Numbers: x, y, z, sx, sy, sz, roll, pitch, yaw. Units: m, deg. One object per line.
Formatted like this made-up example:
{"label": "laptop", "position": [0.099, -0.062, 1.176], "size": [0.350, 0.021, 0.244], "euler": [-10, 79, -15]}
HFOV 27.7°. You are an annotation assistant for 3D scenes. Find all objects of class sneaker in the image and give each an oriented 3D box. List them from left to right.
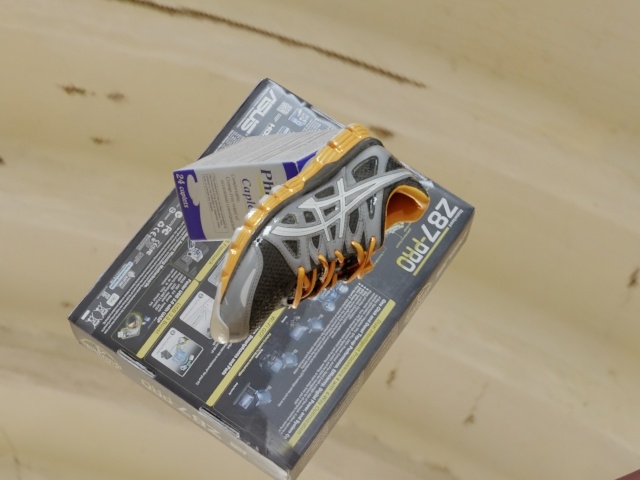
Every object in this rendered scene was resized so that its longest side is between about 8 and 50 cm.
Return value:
{"label": "sneaker", "position": [0.000, 0.000, 0.914], "size": [0.215, 0.083, 0.084], "euler": [-48, -14, -33]}

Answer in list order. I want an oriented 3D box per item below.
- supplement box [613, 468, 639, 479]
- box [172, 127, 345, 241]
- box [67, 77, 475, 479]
{"label": "supplement box", "position": [0.276, 0.289, 1.033], "size": [0.194, 0.191, 0.129], "euler": [-20, -71, -13]}
{"label": "box", "position": [-0.040, -0.052, 1.193], "size": [0.126, 0.137, 0.072], "euler": [-33, -65, -54]}
{"label": "box", "position": [-0.052, 0.039, 1.543], "size": [0.395, 0.318, 0.097], "euler": [-54, -14, -19]}
